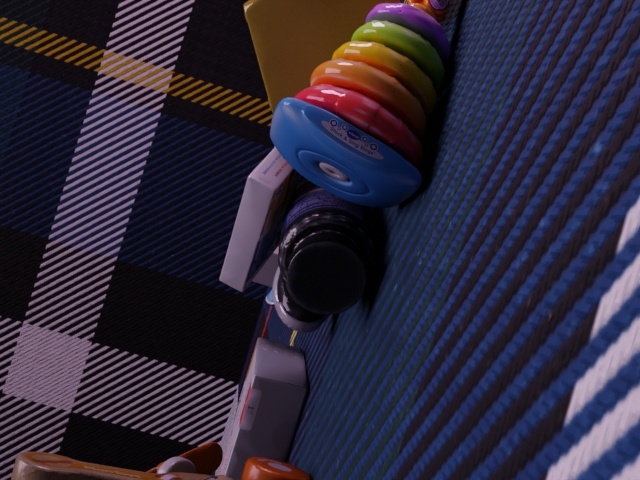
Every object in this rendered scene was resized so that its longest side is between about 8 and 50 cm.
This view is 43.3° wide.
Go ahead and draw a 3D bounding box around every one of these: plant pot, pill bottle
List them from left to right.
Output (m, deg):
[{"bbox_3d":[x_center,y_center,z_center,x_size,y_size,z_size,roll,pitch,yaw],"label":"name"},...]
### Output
[{"bbox_3d":[0.008,-0.263,1.071,0.212,0.187,0.212,-99,-5,-77],"label":"plant pot"},{"bbox_3d":[0.009,0.005,1.023,0.219,0.122,0.123,-86,14,-70],"label":"pill bottle"}]

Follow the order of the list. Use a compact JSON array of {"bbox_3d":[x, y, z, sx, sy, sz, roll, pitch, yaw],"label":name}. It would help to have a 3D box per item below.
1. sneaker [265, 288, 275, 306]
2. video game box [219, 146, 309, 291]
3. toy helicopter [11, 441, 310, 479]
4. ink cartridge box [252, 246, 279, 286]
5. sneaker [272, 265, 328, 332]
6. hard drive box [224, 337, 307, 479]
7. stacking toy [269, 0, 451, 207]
[{"bbox_3d":[-0.098,0.120,2.072,0.162,0.063,0.073,-85,17,-65],"label":"sneaker"},{"bbox_3d":[-0.066,-0.054,1.151,0.187,0.048,0.205,-59,-7,-46],"label":"video game box"},{"bbox_3d":[-0.202,0.308,1.008,0.235,0.355,0.140,6,79,67],"label":"toy helicopter"},{"bbox_3d":[-0.046,0.007,1.474,0.191,0.139,0.082,-81,10,-53],"label":"ink cartridge box"},{"bbox_3d":[0.000,0.000,1.226,0.153,0.101,0.269,109,177,-50],"label":"sneaker"},{"bbox_3d":[-0.090,0.285,1.356,0.232,0.089,0.181,-119,46,-82],"label":"hard drive box"},{"bbox_3d":[0.085,-0.200,0.911,0.302,0.175,0.166,-60,3,-13],"label":"stacking toy"}]
